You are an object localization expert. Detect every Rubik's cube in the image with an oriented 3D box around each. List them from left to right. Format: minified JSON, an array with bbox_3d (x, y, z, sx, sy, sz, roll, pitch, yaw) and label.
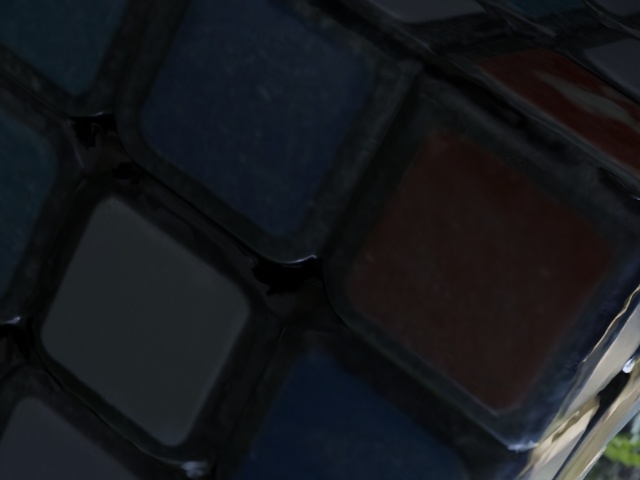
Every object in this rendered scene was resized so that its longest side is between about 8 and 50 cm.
[{"bbox_3d":[0.000,0.000,0.812,0.362,0.363,0.359,38,-155,13],"label":"Rubik's cube"}]
